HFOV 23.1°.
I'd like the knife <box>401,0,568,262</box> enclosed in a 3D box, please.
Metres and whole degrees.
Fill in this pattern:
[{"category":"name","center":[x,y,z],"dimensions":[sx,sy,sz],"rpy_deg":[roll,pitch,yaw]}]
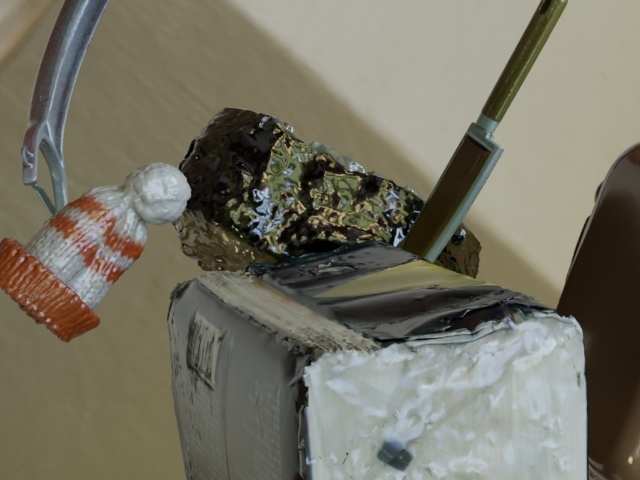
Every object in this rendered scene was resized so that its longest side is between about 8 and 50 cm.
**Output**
[{"category":"knife","center":[0.155,-0.093,1.540],"dimensions":[0.343,0.027,0.061],"rpy_deg":[-61,-146,12]}]

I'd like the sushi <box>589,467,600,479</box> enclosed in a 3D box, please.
[{"category":"sushi","center":[0.298,0.196,1.617],"dimensions":[0.279,0.043,0.192],"rpy_deg":[23,-64,51]}]

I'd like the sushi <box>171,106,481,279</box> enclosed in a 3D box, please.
[{"category":"sushi","center":[0.000,0.000,1.685],"dimensions":[0.170,0.350,0.211],"rpy_deg":[-64,-167,-13]}]

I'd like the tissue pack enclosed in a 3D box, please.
[{"category":"tissue pack","center":[0.035,0.160,1.301],"dimensions":[0.253,0.264,0.416],"rpy_deg":[-7,-172,-16]}]

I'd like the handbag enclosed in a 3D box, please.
[{"category":"handbag","center":[0.310,0.051,1.428],"dimensions":[0.283,0.149,0.301],"rpy_deg":[-130,-128,-60]}]

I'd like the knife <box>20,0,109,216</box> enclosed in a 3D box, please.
[{"category":"knife","center":[-0.221,-0.149,1.359],"dimensions":[0.123,0.053,0.278],"rpy_deg":[84,14,-63]}]

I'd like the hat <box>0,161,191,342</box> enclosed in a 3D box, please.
[{"category":"hat","center":[-0.173,-0.002,1.206],"dimensions":[0.162,0.093,0.112],"rpy_deg":[-48,173,-7]}]
